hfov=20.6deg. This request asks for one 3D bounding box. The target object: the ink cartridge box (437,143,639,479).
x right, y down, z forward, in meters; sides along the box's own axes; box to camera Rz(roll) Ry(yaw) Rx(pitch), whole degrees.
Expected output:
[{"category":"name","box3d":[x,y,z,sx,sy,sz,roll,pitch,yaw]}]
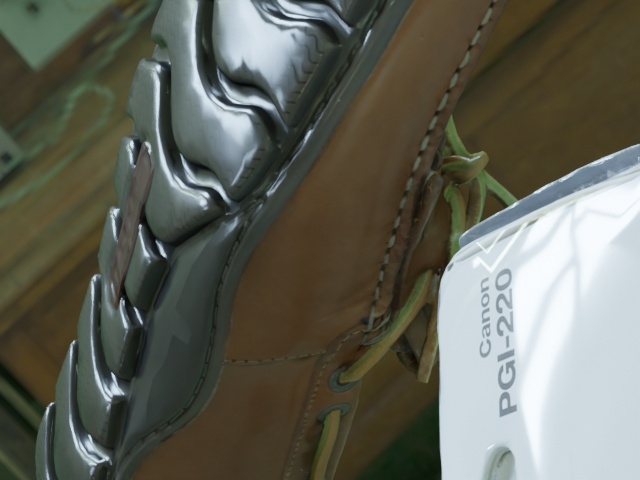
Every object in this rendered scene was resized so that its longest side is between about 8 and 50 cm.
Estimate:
[{"category":"ink cartridge box","box3d":[0.139,0.079,0.397,0.092,0.218,0.159,-30,55,53]}]

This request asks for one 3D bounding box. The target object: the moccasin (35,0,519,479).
[{"category":"moccasin","box3d":[0.001,0.002,0.666,0.139,0.147,0.380,-115,36,-46]}]
